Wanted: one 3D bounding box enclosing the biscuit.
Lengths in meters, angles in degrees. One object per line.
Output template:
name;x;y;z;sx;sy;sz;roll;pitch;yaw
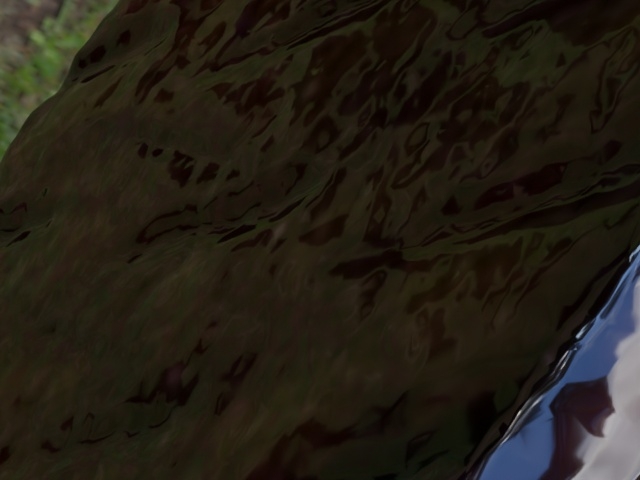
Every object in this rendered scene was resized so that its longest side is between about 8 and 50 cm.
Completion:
biscuit;0.000;0.000;0.658;0.091;0.407;0.407;39;81;-32
